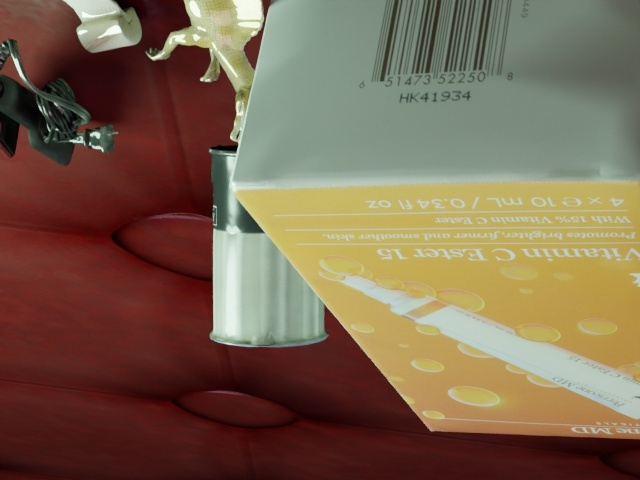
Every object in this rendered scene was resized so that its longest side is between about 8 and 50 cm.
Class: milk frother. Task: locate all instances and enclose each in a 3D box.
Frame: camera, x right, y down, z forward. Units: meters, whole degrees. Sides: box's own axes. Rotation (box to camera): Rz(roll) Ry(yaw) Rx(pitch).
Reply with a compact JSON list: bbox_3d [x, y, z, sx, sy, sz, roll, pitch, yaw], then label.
[{"bbox_3d":[0.000,0.000,1.035,0.143,0.134,0.129,3,-172,20],"label":"milk frother"}]

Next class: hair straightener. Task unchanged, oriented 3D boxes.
[{"bbox_3d":[-0.173,-0.087,0.952,0.089,0.047,0.230,9,169,-4],"label":"hair straightener"}]

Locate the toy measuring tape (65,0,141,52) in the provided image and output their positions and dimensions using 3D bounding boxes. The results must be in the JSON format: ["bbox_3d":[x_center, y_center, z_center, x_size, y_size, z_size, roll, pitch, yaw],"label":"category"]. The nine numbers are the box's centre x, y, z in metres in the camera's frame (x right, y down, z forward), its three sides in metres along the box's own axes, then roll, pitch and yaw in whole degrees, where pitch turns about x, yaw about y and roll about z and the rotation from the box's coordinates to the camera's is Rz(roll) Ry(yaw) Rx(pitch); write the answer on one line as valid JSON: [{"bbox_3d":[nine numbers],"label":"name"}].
[{"bbox_3d":[-0.219,-0.150,0.781,0.121,0.121,0.330,-7,153,33],"label":"toy measuring tape"}]

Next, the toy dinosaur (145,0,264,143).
[{"bbox_3d":[-0.067,-0.144,0.807,0.093,0.053,0.183,10,127,45],"label":"toy dinosaur"}]

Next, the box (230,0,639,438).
[{"bbox_3d":[0.123,-0.021,0.872,0.215,0.168,0.345,-1,153,23],"label":"box"}]
